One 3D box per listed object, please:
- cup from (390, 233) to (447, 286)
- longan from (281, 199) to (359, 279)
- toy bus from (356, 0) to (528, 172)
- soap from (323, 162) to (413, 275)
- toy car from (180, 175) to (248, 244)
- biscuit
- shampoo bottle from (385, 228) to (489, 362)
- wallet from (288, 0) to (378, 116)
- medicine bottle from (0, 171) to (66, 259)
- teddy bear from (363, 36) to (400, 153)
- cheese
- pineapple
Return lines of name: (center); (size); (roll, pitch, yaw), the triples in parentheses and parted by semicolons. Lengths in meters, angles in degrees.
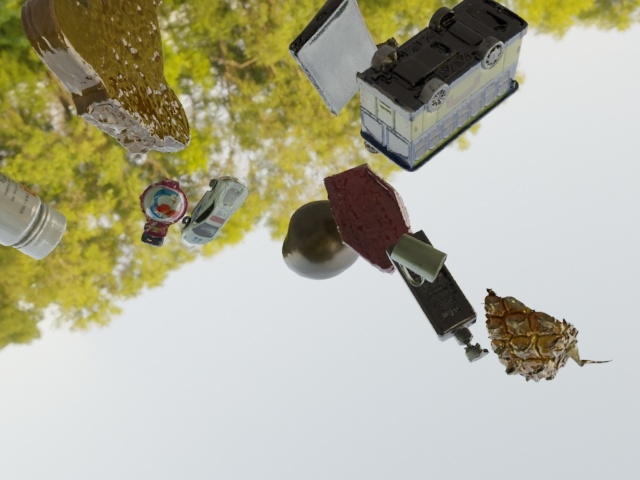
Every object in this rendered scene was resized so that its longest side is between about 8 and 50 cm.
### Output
cup: (0.165, 0.034, 1.319); (0.083, 0.075, 0.054); (29, -124, 13)
longan: (0.000, 0.000, 2.218); (0.248, 0.248, 0.248); (-23, -159, 9)
toy bus: (0.206, -0.271, 1.312); (0.287, 0.175, 0.138); (-38, -120, -19)
soap: (0.135, -0.049, 1.975); (0.182, 0.289, 0.112); (-20, 173, 13)
toy car: (-0.252, -0.066, 1.836); (0.205, 0.095, 0.056); (-52, -135, 16)
biscuit: (-0.317, -0.321, 1.105); (0.076, 0.394, 0.368); (-17, 164, 13)
shampoo bottle: (0.259, 0.126, 1.687); (0.098, 0.071, 0.310); (-28, -115, -4)
wallet: (0.036, -0.370, 1.536); (0.036, 0.222, 0.167); (35, -98, 34)
medicine bottle: (-0.719, -0.067, 1.769); (0.144, 0.252, 0.145); (-28, -139, 28)
teddy bear: (0.163, -0.330, 1.754); (0.129, 0.251, 0.182); (2, -136, 9)
cheese: (-0.314, -0.055, 1.523); (0.095, 0.145, 0.038); (17, -160, -12)
pineapple: (0.510, 0.253, 1.789); (0.158, 0.334, 0.161); (3, -119, 50)
